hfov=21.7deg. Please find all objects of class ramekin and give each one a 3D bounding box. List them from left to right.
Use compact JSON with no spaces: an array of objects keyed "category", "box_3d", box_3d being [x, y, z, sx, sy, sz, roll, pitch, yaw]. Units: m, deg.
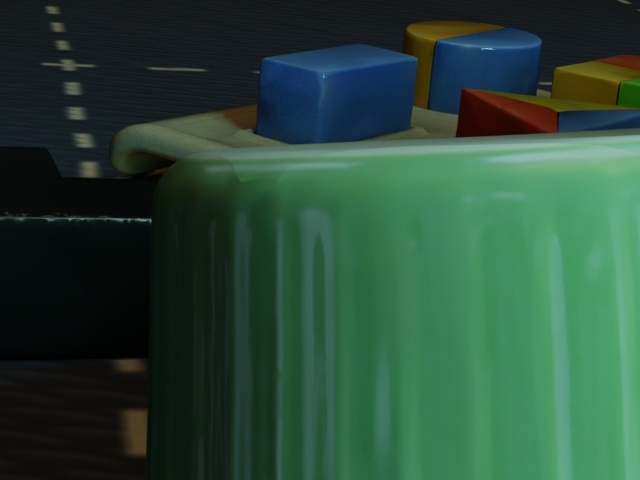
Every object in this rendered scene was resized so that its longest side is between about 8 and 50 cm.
[{"category":"ramekin","box_3d":[0.083,0.038,0.557,0.303,0.148,0.303,-3,4,0]}]

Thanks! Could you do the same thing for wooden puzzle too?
[{"category":"wooden puzzle","box_3d":[0.101,-0.073,0.994,0.348,0.080,0.322,12,19,36]}]

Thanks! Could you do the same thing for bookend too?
[{"category":"bookend","box_3d":[-0.137,0.000,0.870,0.156,0.072,0.157,0,17,-17]}]

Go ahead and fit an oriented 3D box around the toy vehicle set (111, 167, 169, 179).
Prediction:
[{"category":"toy vehicle set","box_3d":[0.000,0.000,0.969,0.267,0.035,0.166,11,18,21]}]
